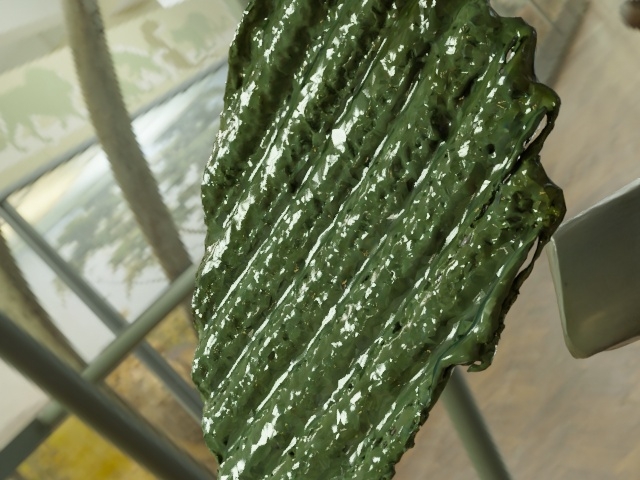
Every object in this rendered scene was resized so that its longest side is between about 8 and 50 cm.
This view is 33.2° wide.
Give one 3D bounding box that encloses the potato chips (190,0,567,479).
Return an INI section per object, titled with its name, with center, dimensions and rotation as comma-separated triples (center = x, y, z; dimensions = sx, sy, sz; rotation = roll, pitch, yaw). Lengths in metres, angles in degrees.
[potato chips]
center = 0.000, 0.000, 0.779
dimensions = 0.070, 0.358, 0.429
rotation = 7, -55, -38

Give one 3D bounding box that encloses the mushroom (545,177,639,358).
[mushroom]
center = 0.355, -0.032, 0.782
dimensions = 0.397, 0.126, 0.177
rotation = -28, -19, 20
